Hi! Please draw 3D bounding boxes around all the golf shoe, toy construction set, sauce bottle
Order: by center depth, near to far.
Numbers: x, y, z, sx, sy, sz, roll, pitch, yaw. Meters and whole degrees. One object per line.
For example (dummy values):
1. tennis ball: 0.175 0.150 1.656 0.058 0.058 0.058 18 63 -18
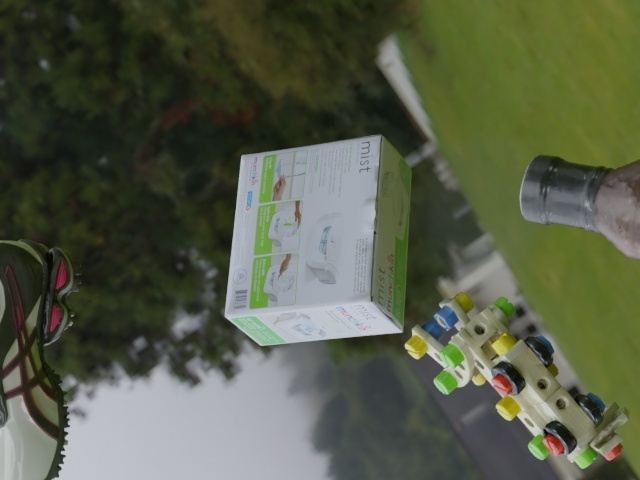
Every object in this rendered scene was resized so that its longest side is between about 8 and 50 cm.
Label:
1. sauce bottle: 0.363 -0.024 1.539 0.344 0.111 0.111 14 166 28
2. golf shoe: -0.314 0.133 1.575 0.120 0.105 0.272 7 -99 -41
3. toy construction set: 0.276 0.203 2.143 0.328 0.151 0.215 35 162 -4

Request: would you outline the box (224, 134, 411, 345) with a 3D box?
1. box: 0.000 0.000 2.283 0.127 0.231 0.262 45 -137 -55
